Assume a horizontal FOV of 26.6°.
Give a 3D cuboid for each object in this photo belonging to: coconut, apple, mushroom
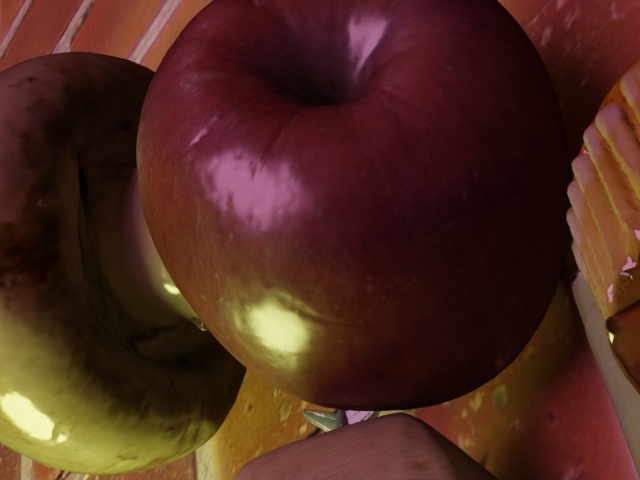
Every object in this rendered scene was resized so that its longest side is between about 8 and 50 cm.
[{"bbox_3d":[0.039,0.213,0.820,0.224,0.224,0.224,-36,46,48],"label":"coconut"},{"bbox_3d":[0.026,-0.038,0.888,0.235,0.305,0.306,74,-176,-49],"label":"apple"},{"bbox_3d":[-0.163,0.012,1.134,0.294,0.362,0.362,-15,59,30],"label":"mushroom"}]

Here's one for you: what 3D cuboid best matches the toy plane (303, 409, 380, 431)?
[{"bbox_3d":[0.023,0.219,0.972,0.226,0.058,0.226,-18,59,38],"label":"toy plane"}]

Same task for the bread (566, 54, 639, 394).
[{"bbox_3d":[0.246,-0.045,0.602,0.288,0.204,0.156,-56,15,23],"label":"bread"}]

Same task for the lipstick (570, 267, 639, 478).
[{"bbox_3d":[0.203,0.126,0.689,0.076,0.076,0.304,-51,37,35],"label":"lipstick"}]
